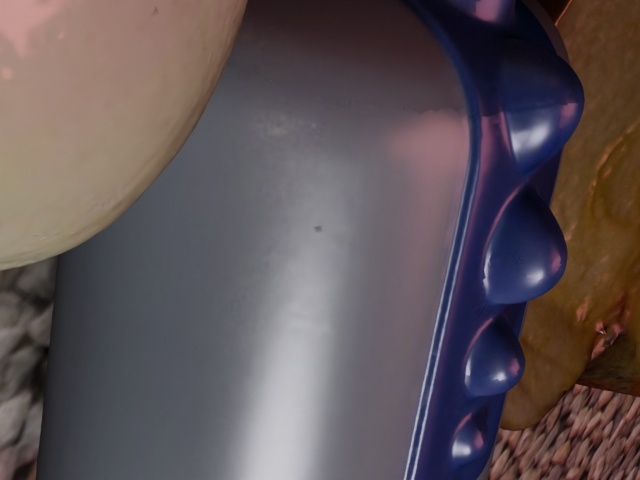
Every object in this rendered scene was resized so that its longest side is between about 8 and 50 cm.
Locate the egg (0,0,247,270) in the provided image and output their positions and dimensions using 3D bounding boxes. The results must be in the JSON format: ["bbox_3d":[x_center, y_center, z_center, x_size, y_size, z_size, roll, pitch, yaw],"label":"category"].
[{"bbox_3d":[-0.108,-0.077,0.404,0.206,0.162,0.271,-50,-172,9],"label":"egg"}]

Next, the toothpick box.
[{"bbox_3d":[0.000,0.000,0.633,0.263,0.263,0.354,-21,129,-48],"label":"toothpick box"}]

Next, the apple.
[{"bbox_3d":[0.198,-0.052,0.871,0.329,0.295,0.365,-58,159,-66],"label":"apple"}]
